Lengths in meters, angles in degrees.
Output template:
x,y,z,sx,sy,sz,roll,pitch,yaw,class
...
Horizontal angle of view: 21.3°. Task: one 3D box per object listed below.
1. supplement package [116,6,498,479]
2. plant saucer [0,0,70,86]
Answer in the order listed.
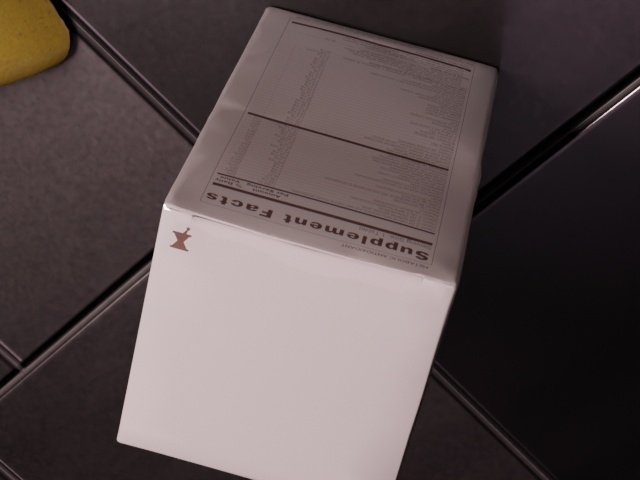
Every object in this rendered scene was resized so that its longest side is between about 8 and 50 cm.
x,y,z,sx,sy,sz,roll,pitch,yaw,class
0.000,0.000,0.853,0.139,0.244,0.134,16,120,3,supplement package
-0.352,-0.159,0.884,0.332,0.081,0.333,-14,128,18,plant saucer
